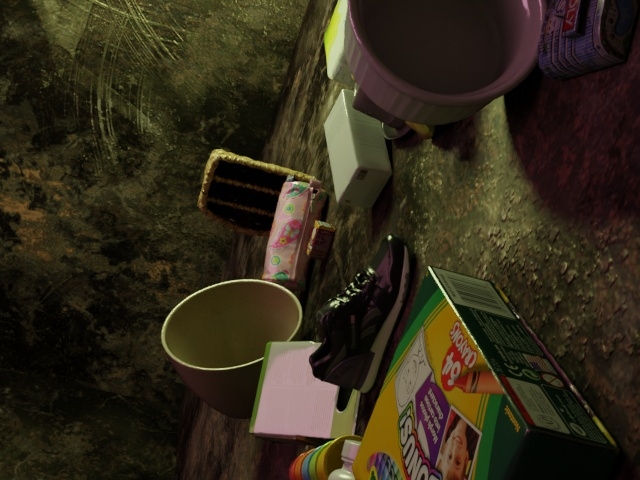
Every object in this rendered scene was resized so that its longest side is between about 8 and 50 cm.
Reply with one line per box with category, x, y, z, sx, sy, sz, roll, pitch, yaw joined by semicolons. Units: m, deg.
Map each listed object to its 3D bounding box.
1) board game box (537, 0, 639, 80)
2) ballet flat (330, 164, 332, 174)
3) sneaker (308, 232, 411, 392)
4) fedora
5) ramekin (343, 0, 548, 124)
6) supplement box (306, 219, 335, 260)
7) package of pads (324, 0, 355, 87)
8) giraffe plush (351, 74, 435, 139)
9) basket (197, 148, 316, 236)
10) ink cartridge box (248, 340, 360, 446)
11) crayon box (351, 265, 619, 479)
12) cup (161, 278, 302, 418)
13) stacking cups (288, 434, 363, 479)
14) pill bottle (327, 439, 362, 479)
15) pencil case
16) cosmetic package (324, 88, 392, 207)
board game box;0.320;-0.296;0.965;0.194;0.060;0.194;-175;99;-78
ballet flat;0.075;-0.230;1.911;0.068;0.072;0.213;-136;60;-63
sneaker;0.063;0.117;1.438;0.107;0.124;0.283;-139;65;-75
fedora;0.136;-0.324;1.630;0.275;0.124;0.243;145;138;-71
ramekin;0.163;-0.296;1.182;0.135;0.277;0.277;122;160;-75
supplement box;0.000;0.000;2.020;0.055;0.043;0.083;-126;52;-72
package of pads;0.090;-0.539;2.120;0.296;0.101;0.229;-93;22;-54
giraffe plush;0.170;-0.285;1.416;0.170;0.181;0.210;-51;6;9
basket;-0.186;-0.118;2.365;0.223;0.299;0.213;-141;66;-76
ink cartridge box;0.000;0.294;1.614;0.255;0.097;0.188;-6;65;39
crayon box;0.153;0.247;0.950;0.363;0.106;0.313;-108;35;-67
cup;-0.191;0.284;2.021;0.331;0.331;0.237;-96;-2;-58
stacking cups;0.002;0.395;1.446;0.316;0.096;0.096;134;148;-65
pill bottle;0.055;0.384;1.210;0.108;0.108;0.180;159;125;-74
pencil case;-0.064;-0.014;2.146;0.124;0.124;0.284;159;126;-74
cosmetic package;0.075;-0.192;1.758;0.117;0.086;0.231;120;148;-48
